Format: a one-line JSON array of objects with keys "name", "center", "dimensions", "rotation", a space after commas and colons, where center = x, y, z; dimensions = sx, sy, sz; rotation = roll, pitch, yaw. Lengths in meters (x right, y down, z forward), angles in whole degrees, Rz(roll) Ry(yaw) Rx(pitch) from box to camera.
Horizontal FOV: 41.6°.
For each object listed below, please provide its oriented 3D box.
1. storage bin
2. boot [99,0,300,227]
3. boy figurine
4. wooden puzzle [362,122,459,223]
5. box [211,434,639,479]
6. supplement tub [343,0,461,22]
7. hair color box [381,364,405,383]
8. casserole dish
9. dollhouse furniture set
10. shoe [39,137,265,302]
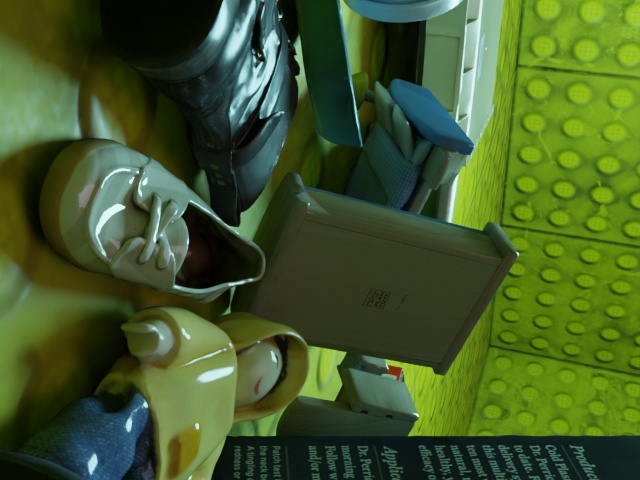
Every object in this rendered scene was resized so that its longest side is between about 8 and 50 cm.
[{"name": "storage bin", "center": [0.160, -0.256, 1.099], "dimensions": [0.260, 0.123, 0.262], "rotation": [-53, 149, -56]}, {"name": "boot", "center": [-0.051, -0.160, 0.545], "dimensions": [0.229, 0.091, 0.263], "rotation": [63, 44, -72]}, {"name": "boy figurine", "center": [-0.094, 0.124, 0.530], "dimensions": [0.285, 0.092, 0.177], "rotation": [-30, 125, -65]}, {"name": "wooden puzzle", "center": [0.084, -0.011, 0.972], "dimensions": [0.239, 0.044, 0.221], "rotation": [-137, -130, -66]}, {"name": "box", "center": [0.134, 0.433, 0.687], "dimensions": [0.297, 0.472, 0.480], "rotation": [-98, -169, -68]}, {"name": "supplement tub", "center": [0.070, -0.307, 0.723], "dimensions": [0.199, 0.144, 0.144], "rotation": [82, 24, -46]}, {"name": "hair color box", "center": [0.112, 0.265, 1.376], "dimensions": [0.141, 0.043, 0.072], "rotation": [77, 27, -55]}, {"name": "casserole dish", "center": [0.005, -0.160, 0.696], "dimensions": [0.114, 0.037, 0.188], "rotation": [75, 8, -56]}, {"name": "dollhouse furniture set", "center": [0.000, 0.000, 0.817], "dimensions": [0.303, 0.198, 0.286], "rotation": [-109, -142, -54]}, {"name": "shoe", "center": [-0.091, -0.006, 0.512], "dimensions": [0.219, 0.058, 0.076], "rotation": [40, 61, -71]}]
